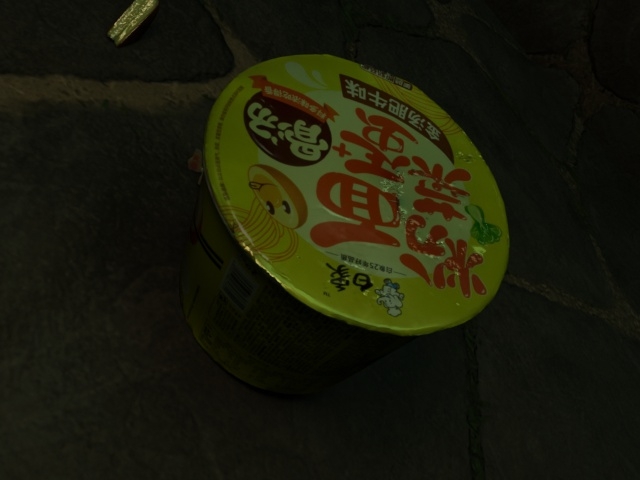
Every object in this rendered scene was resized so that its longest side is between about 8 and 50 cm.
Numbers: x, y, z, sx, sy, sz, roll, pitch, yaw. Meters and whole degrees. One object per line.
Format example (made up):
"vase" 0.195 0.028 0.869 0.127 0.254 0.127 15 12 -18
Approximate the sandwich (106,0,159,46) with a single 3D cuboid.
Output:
"sandwich" -0.236 -0.276 0.966 0.031 0.083 0.044 42 -9 -3

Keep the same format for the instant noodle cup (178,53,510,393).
"instant noodle cup" 0.000 0.000 0.755 0.311 0.221 0.311 14 53 -19

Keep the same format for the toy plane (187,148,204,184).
"toy plane" -0.105 -0.064 0.904 0.120 0.049 0.031 27 37 -2
